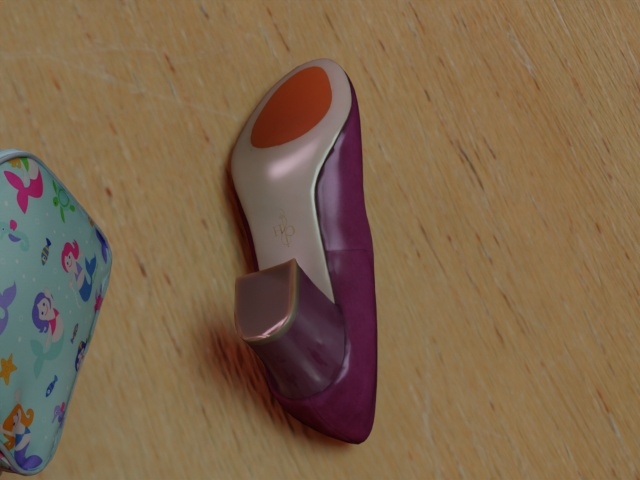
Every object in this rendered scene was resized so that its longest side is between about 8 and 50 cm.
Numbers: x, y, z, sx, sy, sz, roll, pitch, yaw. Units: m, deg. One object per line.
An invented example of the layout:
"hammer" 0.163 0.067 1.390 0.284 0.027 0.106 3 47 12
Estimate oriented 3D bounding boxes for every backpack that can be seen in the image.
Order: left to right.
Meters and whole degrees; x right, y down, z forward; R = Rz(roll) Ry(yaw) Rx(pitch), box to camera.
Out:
"backpack" -0.259 0.028 0.717 0.253 0.191 0.225 57 36 -48

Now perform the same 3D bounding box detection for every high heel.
"high heel" 0.000 0.000 1.088 0.181 0.127 0.377 55 34 -41
